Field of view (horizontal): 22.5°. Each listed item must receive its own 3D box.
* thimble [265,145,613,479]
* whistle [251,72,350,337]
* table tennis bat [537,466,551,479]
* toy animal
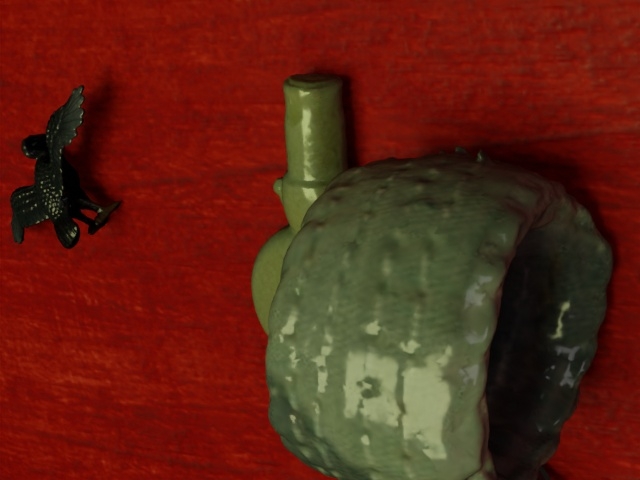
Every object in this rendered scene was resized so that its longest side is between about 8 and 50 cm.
[{"bbox_3d":[0.083,0.053,1.083,0.172,0.250,0.205,10,153,30],"label":"thimble"},{"bbox_3d":[0.000,0.000,1.229,0.126,0.067,0.258,12,116,33],"label":"whistle"},{"bbox_3d":[0.068,0.156,1.182,0.244,0.153,0.040,35,125,15],"label":"table tennis bat"},{"bbox_3d":[-0.226,-0.047,1.390,0.108,0.062,0.220,50,139,7],"label":"toy animal"}]
